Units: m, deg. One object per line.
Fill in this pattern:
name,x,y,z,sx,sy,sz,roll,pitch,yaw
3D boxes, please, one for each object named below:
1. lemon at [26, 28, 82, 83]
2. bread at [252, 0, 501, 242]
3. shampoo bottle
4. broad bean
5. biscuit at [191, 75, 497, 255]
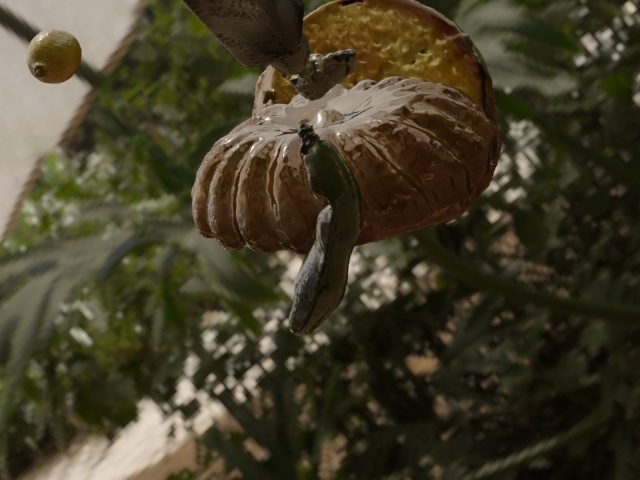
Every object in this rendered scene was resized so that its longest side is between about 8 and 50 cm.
lemon,-0.308,-0.211,1.678,0.062,0.062,0.083,-35,17,31
bread,0.090,-0.193,2.234,0.398,0.398,0.215,-44,-13,-18
shampoo bottle,-0.051,-0.165,0.993,0.063,0.207,0.057,-12,55,31
broad bean,0.005,0.001,1.165,0.046,0.195,0.061,-26,41,-35
biscuit,0.018,-0.088,1.498,0.325,0.107,0.326,-13,23,6
